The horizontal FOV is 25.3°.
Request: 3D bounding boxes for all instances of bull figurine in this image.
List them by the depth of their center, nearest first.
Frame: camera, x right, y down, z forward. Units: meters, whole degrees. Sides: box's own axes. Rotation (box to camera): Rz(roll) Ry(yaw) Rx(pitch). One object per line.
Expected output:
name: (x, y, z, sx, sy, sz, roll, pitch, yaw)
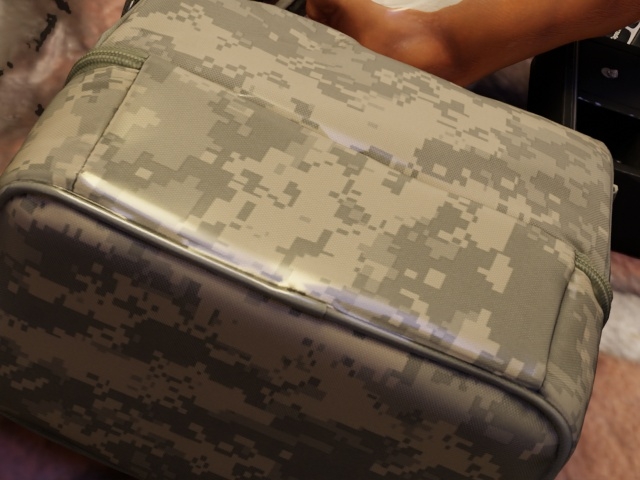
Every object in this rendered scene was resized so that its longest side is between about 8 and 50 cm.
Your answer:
bull figurine: (0.131, -0.185, 0.895, 0.310, 0.188, 0.101, -26, 37, 8)

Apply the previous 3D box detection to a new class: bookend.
bookend: (0.224, -0.069, 0.973, 0.157, 0.072, 0.156, 18, 49, -7)

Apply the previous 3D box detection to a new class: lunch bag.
lunch bag: (0.000, 0.000, 0.743, 0.305, 0.212, 0.256, 23, 50, -3)

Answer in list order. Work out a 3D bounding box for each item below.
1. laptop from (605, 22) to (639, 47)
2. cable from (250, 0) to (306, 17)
laptop: (0.291, -0.322, 1.089, 0.408, 0.236, 0.382, 32, 50, 6)
cable: (0.008, -0.238, 0.928, 0.072, 0.287, 0.139, 8, 60, -58)
